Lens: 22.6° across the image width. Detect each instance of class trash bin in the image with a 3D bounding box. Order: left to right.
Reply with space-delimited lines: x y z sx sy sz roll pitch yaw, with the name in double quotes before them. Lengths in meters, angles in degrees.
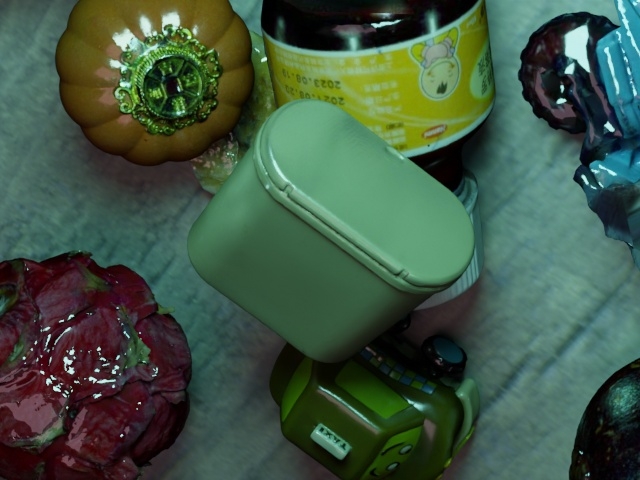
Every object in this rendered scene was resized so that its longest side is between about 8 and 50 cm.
"trash bin" 0.000 0.000 1.632 0.243 0.121 0.247 37 144 -6

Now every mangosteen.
"mangosteen" 0.414 0.255 1.733 0.288 0.288 0.288 10 117 20

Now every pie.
"pie" -0.095 -0.156 1.886 0.185 0.052 0.218 -21 101 28

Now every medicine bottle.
"medicine bottle" 0.077 -0.127 1.729 0.243 0.242 0.395 5 130 22

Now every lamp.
"lamp" -0.182 -0.192 1.767 0.223 0.196 0.223 -6 111 -15

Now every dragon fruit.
"dragon fruit" -0.321 0.165 1.994 0.329 0.329 0.329 10 117 20

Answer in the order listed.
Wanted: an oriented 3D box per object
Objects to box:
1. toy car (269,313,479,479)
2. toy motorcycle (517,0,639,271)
"toy car" 0.050 0.202 1.904 0.248 0.198 0.204 36 122 4
"toy motorcycle" 0.390 -0.081 1.651 0.232 0.172 0.416 -34 88 26
